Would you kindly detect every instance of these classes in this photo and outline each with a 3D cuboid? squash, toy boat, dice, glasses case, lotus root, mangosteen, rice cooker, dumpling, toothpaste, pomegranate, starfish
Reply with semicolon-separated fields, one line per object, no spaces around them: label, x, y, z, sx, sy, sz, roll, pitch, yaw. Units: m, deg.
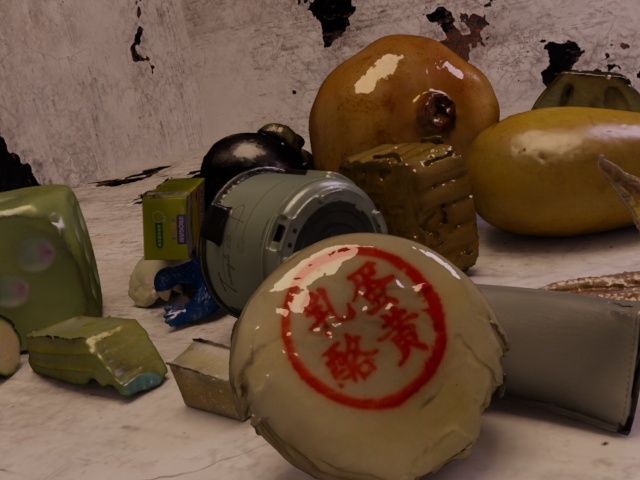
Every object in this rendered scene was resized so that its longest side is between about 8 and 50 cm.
squash;-0.572;0.183;1.153;0.188;0.095;0.095;-14;14;9
toy boat;-0.332;0.157;1.071;0.276;0.084;0.111;2;17;45
dice;-0.536;0.047;1.308;0.252;0.250;0.254;-14;15;-10
glasses case;0.204;0.113;0.790;0.308;0.128;0.083;3;-5;45
lotus root;0.538;-0.222;1.511;0.267;0.260;0.149;-5;15;22
mangosteen;-0.130;-0.123;1.593;0.233;0.288;0.287;-5;15;15
rice cooker;-0.045;0.013;1.098;0.280;0.241;0.227;21;-8;-42
dumpling;-0.270;0.052;1.393;0.134;0.100;0.169;3;20;35
toothpaste;-0.261;-0.047;1.353;0.077;0.110;0.327;-2;10;-3
pomegranate;0.177;-0.212;1.517;0.416;0.417;0.417;-10;14;3
starfish;0.433;0.034;0.888;0.383;0.132;0.398;-21;31;-3

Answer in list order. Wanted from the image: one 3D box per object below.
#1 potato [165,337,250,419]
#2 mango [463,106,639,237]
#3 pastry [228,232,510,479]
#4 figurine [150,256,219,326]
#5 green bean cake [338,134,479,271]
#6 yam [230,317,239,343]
potato;-0.121;0.166;0.891;0.122;0.086;0.061;5;35;42
mango;0.471;-0.122;1.277;0.445;0.221;0.301;-1;15;22
pastry;0.045;0.109;0.699;0.264;0.265;0.133;-15;-25;-16
figurine;-0.168;0.052;1.272;0.262;0.121;0.164;-14;16;-8
green bean cake;0.139;-0.050;1.234;0.131;0.224;0.229;-23;16;-29
yam;-0.013;0.136;0.893;0.093;0.093;0.259;-22;17;-37
